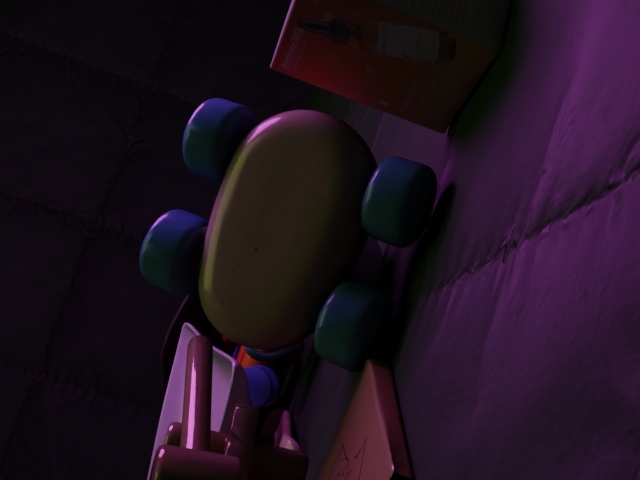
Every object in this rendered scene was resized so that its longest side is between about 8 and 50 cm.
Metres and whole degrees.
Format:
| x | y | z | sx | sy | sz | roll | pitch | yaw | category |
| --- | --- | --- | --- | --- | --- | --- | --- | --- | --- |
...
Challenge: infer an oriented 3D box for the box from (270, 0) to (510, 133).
| x | y | z | sx | sy | sz | roll | pitch | yaw | category |
| --- | --- | --- | --- | --- | --- | --- | --- | --- | --- |
| 0.060 | -0.187 | 0.931 | 0.130 | 0.171 | 0.091 | 118 | 170 | -59 | box |

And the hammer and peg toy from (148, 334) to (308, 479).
| x | y | z | sx | sy | sz | roll | pitch | yaw | category |
| --- | --- | --- | --- | --- | --- | --- | --- | --- | --- |
| -0.085 | 0.259 | 0.864 | 0.266 | 0.127 | 0.361 | -82 | 7 | -56 | hammer and peg toy |

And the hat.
| x | y | z | sx | sy | sz | roll | pitch | yaw | category |
| --- | --- | --- | --- | --- | --- | --- | --- | --- | --- |
| -0.120 | 0.177 | 1.557 | 0.331 | 0.134 | 0.331 | 10 | -90 | -79 | hat |

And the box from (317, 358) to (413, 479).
| x | y | z | sx | sy | sz | roll | pitch | yaw | category |
| --- | --- | --- | --- | --- | --- | --- | --- | --- | --- |
| 0.020 | 0.192 | 0.781 | 0.201 | 0.021 | 0.164 | -91 | 21 | -75 | box |

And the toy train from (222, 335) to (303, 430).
| x | y | z | sx | sy | sz | roll | pitch | yaw | category |
| --- | --- | --- | --- | --- | --- | --- | --- | --- | --- |
| -0.068 | 0.115 | 1.394 | 0.143 | 0.105 | 0.248 | 120 | 168 | -72 | toy train |

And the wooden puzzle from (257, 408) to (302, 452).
| x | y | z | sx | sy | sz | roll | pitch | yaw | category |
| --- | --- | --- | --- | --- | --- | --- | --- | --- | --- |
| -0.080 | 0.305 | 1.212 | 0.239 | 0.044 | 0.220 | -177 | 107 | -84 | wooden puzzle |

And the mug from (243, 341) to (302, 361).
| x | y | z | sx | sy | sz | roll | pitch | yaw | category |
| --- | --- | --- | --- | --- | --- | --- | --- | --- | --- |
| -0.030 | 0.061 | 1.294 | 0.129 | 0.097 | 0.157 | -91 | 21 | -72 | mug |

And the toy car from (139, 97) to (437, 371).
| x | y | z | sx | sy | sz | roll | pitch | yaw | category |
| --- | --- | --- | --- | --- | --- | --- | --- | --- | --- |
| 0.000 | 0.000 | 0.999 | 0.238 | 0.219 | 0.210 | 17 | -87 | -67 | toy car |

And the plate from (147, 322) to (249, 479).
| x | y | z | sx | sy | sz | roll | pitch | yaw | category |
| --- | --- | --- | --- | --- | --- | --- | --- | --- | --- |
| -0.147 | 0.254 | 1.282 | 0.277 | 0.045 | 0.277 | -165 | 88 | -70 | plate |
